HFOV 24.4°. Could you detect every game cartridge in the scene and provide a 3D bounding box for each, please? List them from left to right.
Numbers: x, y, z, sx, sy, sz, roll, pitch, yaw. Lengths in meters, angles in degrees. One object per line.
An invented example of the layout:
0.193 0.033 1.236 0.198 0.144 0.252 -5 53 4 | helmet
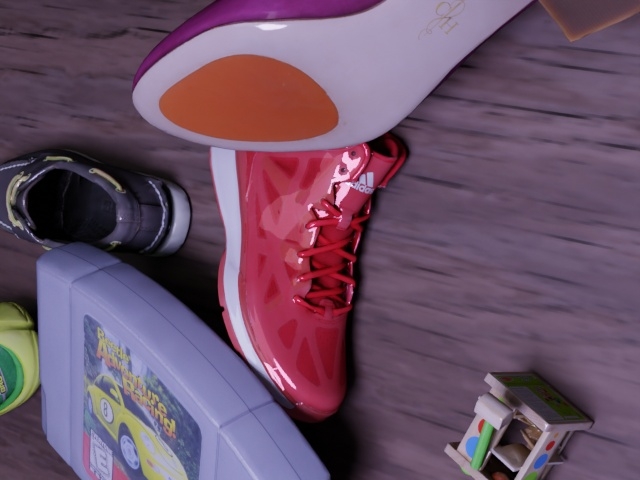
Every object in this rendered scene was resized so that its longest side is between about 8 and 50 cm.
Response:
-0.108 0.134 1.030 0.294 0.060 0.196 38 133 36 | game cartridge

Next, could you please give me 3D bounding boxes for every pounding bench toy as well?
0.107 0.119 0.875 0.052 0.083 0.065 41 112 34 | pounding bench toy

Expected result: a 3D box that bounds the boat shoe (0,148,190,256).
-0.203 -0.032 1.160 0.227 0.068 0.081 8 92 40 | boat shoe

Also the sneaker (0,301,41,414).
-0.346 0.148 1.231 0.295 0.123 0.109 -48 58 31 | sneaker

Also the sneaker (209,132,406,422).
0.000 0.000 0.976 0.128 0.087 0.221 -29 70 37 | sneaker

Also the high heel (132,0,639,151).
0.049 -0.172 0.917 0.377 0.127 0.181 -12 49 28 | high heel
